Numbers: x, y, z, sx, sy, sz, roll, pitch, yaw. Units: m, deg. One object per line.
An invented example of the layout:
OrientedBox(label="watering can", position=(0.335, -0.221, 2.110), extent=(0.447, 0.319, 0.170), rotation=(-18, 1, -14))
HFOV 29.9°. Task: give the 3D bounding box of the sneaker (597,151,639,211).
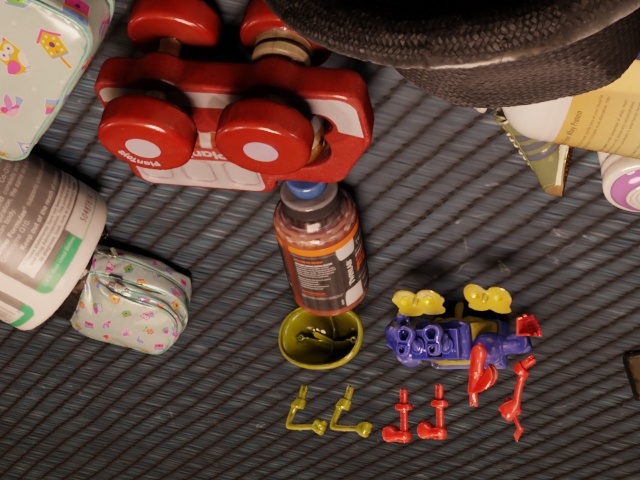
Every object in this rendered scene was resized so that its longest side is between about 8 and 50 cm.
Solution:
OrientedBox(label="sneaker", position=(0.403, -0.098, 1.235), extent=(0.305, 0.152, 0.114), rotation=(8, 147, -34))

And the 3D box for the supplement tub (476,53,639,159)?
OrientedBox(label="supplement tub", position=(0.288, -0.185, 1.054), extent=(0.316, 0.228, 0.228), rotation=(11, 143, 2))

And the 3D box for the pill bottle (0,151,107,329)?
OrientedBox(label="pill bottle", position=(-0.463, -0.057, 1.466), extent=(0.361, 0.204, 0.204), rotation=(33, 139, -24))

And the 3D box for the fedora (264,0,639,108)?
OrientedBox(label="fedora", position=(0.122, -0.196, 0.860), extent=(0.334, 0.334, 0.152), rotation=(-5, 142, 22))

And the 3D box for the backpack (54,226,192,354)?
OrientedBox(label="backpack", position=(-0.270, 0.079, 1.658), extent=(0.182, 0.115, 0.152), rotation=(19, 140, -12))

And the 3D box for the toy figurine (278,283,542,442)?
OrientedBox(label="toy figurine", position=(0.150, 0.166, 1.593), extent=(0.363, 0.191, 0.217), rotation=(-7, 172, 31))

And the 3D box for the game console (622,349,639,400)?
OrientedBox(label="game console", position=(0.491, 0.181, 1.644), extent=(0.122, 0.071, 0.107), rotation=(-13, 106, 29))

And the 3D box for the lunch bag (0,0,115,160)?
OrientedBox(label="lunch bag", position=(-0.362, -0.228, 1.295), extent=(0.224, 0.108, 0.279), rotation=(31, 138, -14))

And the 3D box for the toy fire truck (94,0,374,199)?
OrientedBox(label="toy fire truck", position=(-0.089, -0.130, 1.306), extent=(0.302, 0.169, 0.254), rotation=(4, 155, 12))

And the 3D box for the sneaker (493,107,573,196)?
OrientedBox(label="sneaker", position=(0.230, -0.128, 1.289), extent=(0.086, 0.064, 0.192), rotation=(11, 143, 15))

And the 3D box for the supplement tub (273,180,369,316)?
OrientedBox(label="supplement tub", position=(0.000, 0.000, 1.481), extent=(0.106, 0.106, 0.198), rotation=(3, 142, 13))
